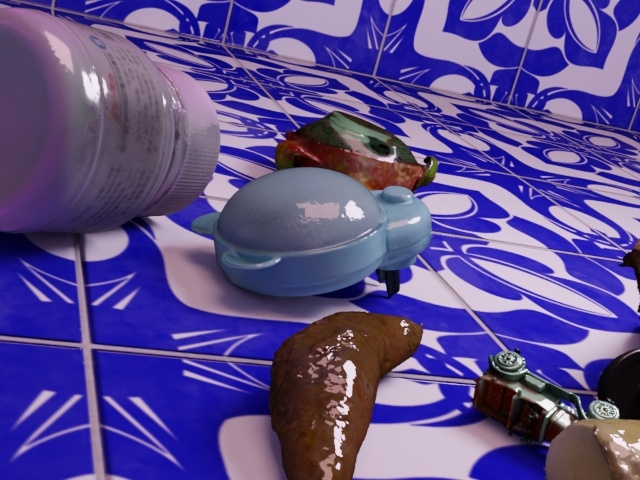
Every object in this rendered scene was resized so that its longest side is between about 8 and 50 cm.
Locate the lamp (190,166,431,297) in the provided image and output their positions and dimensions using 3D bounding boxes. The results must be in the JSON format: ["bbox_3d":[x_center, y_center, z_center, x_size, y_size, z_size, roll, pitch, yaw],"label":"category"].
[{"bbox_3d":[0.001,-0.011,1.126,0.284,0.147,0.209,6,18,-27],"label":"lamp"}]

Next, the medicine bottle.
[{"bbox_3d":[-0.280,-0.128,1.097,0.241,0.241,0.302,24,11,25],"label":"medicine bottle"}]

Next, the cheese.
[{"bbox_3d":[0.288,0.200,0.788,0.167,0.094,0.123,3,-4,-17],"label":"cheese"}]

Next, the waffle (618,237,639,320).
[{"bbox_3d":[0.525,0.094,1.120,0.304,0.077,0.348,24,-9,27],"label":"waffle"}]

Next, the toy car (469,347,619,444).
[{"bbox_3d":[0.216,0.167,0.900,0.143,0.073,0.054,29,38,34],"label":"toy car"}]

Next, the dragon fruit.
[{"bbox_3d":[0.052,-0.129,1.557,0.268,0.130,0.295,17,17,-11],"label":"dragon fruit"}]

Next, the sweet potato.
[{"bbox_3d":[0.013,0.122,0.835,0.114,0.092,0.341,34,21,4],"label":"sweet potato"}]

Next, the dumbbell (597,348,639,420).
[{"bbox_3d":[0.349,0.159,0.938,0.099,0.099,0.208,10,-6,-14],"label":"dumbbell"}]
